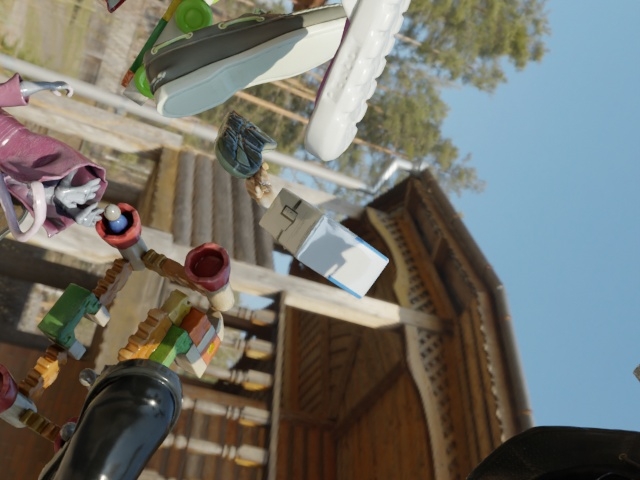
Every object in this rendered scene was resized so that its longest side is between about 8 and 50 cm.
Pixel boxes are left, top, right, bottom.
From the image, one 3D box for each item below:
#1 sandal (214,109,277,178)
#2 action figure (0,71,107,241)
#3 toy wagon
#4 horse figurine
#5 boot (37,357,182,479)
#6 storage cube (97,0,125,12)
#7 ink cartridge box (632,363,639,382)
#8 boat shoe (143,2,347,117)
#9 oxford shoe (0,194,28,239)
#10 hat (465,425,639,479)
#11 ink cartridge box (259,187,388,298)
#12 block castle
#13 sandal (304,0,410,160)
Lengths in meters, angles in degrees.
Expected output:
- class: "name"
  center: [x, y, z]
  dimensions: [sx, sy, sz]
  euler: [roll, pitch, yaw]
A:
- class: "sandal"
  center: [-0.166, -0.182, 1.362]
  dimensions: [0.086, 0.120, 0.303]
  euler: [-49, -171, 20]
- class: "action figure"
  center: [-0.554, -0.151, 1.195]
  dimensions: [0.248, 0.370, 0.276]
  euler: [-50, 180, 33]
- class: "toy wagon"
  center: [-0.211, -0.381, 1.128]
  dimensions: [0.344, 0.068, 0.267]
  euler: [-50, -158, 21]
- class: "horse figurine"
  center: [-0.112, -0.092, 1.550]
  dimensions: [0.066, 0.263, 0.174]
  euler: [-41, -167, -12]
- class: "boot"
  center: [-0.301, 0.354, 0.919]
  dimensions: [0.348, 0.131, 0.260]
  euler: [-55, -159, 20]
- class: "storage cube"
  center: [-0.354, -0.523, 1.091]
  dimensions: [0.184, 0.193, 0.215]
  euler: [-50, -176, -13]
- class: "ink cartridge box"
  center: [0.378, 0.155, 0.709]
  dimensions: [0.063, 0.115, 0.029]
  euler: [-43, -159, -4]
- class: "boat shoe"
  center: [-0.093, -0.266, 0.939]
  dimensions: [0.109, 0.305, 0.091]
  euler: [85, -18, -76]
- class: "oxford shoe"
  center: [-0.641, -0.057, 1.343]
  dimensions: [0.096, 0.082, 0.227]
  euler: [81, 21, -47]
- class: "hat"
  center: [0.318, 0.336, 0.774]
  dimensions: [0.331, 0.331, 0.134]
  euler: [-155, -133, -72]
- class: "ink cartridge box"
  center: [0.000, 0.000, 1.164]
  dimensions: [0.086, 0.148, 0.203]
  euler: [-56, -154, 1]
- class: "block castle"
  center: [-0.379, 0.168, 1.241]
  dimensions: [0.453, 0.303, 0.213]
  euler: [-58, 160, -27]
- class: "sandal"
  center: [0.051, -0.292, 0.735]
  dimensions: [0.169, 0.102, 0.416]
  euler: [-27, 138, -82]
